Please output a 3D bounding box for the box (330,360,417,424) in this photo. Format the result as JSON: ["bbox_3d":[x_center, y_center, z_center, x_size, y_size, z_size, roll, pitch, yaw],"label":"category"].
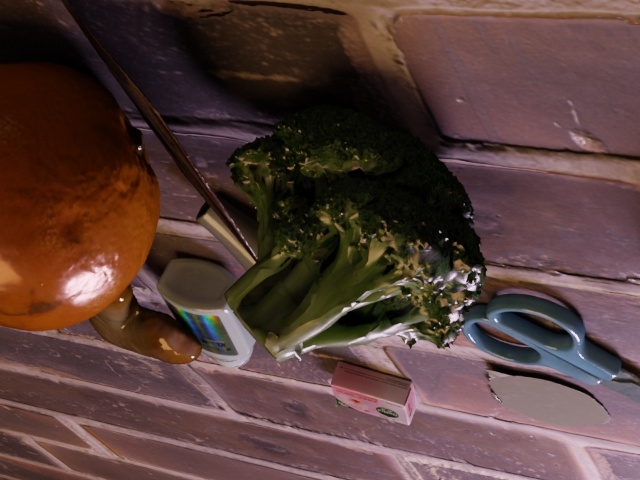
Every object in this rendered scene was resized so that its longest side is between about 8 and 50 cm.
[{"bbox_3d":[0.083,0.237,2.031,0.125,0.043,0.089,14,155,18],"label":"box"}]

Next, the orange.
[{"bbox_3d":[-0.330,-0.051,1.470,0.312,0.312,0.312,18,156,8],"label":"orange"}]

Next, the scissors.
[{"bbox_3d":[0.393,0.185,1.683,0.447,0.029,0.192,27,156,-11],"label":"scissors"}]

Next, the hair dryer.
[{"bbox_3d":[-0.036,-0.011,1.612,0.229,0.092,0.267,29,142,-2],"label":"hair dryer"}]

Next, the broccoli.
[{"bbox_3d":[0.020,0.000,1.347,0.308,0.275,0.308,46,167,14],"label":"broccoli"}]

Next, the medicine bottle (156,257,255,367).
[{"bbox_3d":[-0.153,0.114,1.924,0.121,0.083,0.229,17,156,19],"label":"medicine bottle"}]

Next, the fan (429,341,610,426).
[{"bbox_3d":[0.266,0.197,1.836,0.310,0.010,0.182,29,154,-22],"label":"fan"}]

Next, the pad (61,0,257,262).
[{"bbox_3d":[-0.164,-0.105,1.424,0.220,0.004,0.330,49,174,36],"label":"pad"}]

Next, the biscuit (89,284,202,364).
[{"bbox_3d":[-0.314,0.095,1.948,0.237,0.062,0.291,45,161,-26],"label":"biscuit"}]
